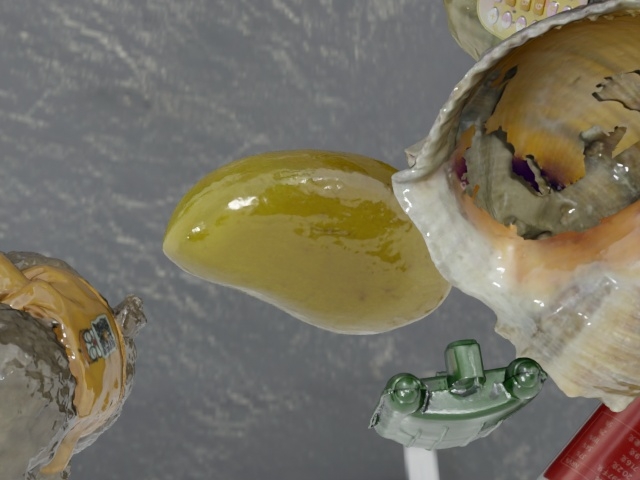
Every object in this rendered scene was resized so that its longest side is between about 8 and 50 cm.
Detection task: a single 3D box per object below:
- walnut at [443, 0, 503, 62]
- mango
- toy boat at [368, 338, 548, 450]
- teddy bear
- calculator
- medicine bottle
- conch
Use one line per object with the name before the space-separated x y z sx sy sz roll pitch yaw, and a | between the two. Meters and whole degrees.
walnut | 0.311 -0.348 2.095 0.277 0.282 0.253 30 146 32
mango | 0.006 -0.006 1.612 0.332 0.142 0.195 22 107 -31
toy boat | 0.083 0.107 0.987 0.104 0.052 0.210 -10 166 -4
teddy bear | -0.185 0.081 0.923 0.140 0.190 0.177 -14 101 13
calculator | 0.296 -0.299 1.859 0.236 0.033 0.157 22 121 23
medicine bottle | 0.273 0.202 1.294 0.250 0.131 0.131 -49 120 -7
conch | 0.210 -0.058 1.100 0.297 0.210 0.352 23 114 -16
